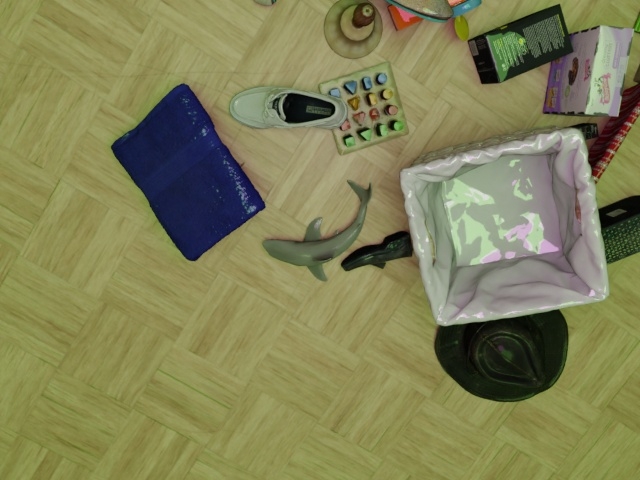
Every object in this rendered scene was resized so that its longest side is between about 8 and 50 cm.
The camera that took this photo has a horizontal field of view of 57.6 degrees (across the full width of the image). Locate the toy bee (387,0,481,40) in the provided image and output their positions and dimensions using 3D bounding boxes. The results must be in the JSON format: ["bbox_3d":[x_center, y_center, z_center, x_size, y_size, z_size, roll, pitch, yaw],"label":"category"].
[{"bbox_3d":[0.292,-0.506,1.174,0.298,0.162,0.195,4,119,18],"label":"toy bee"}]

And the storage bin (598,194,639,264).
[{"bbox_3d":[0.665,-0.025,1.297,0.180,0.122,0.084,-23,103,2],"label":"storage bin"}]

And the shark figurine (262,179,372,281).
[{"bbox_3d":[0.029,0.000,1.279,0.278,0.116,0.166,-35,103,7],"label":"shark figurine"}]

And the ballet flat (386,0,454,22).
[{"bbox_3d":[0.127,-0.514,1.092,0.316,0.107,0.106,37,133,26],"label":"ballet flat"}]

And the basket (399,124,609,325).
[{"bbox_3d":[0.362,-0.045,1.165,0.331,0.266,0.329,-12,104,19],"label":"basket"}]

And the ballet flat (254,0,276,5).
[{"bbox_3d":[-0.111,-0.564,1.174,0.052,0.057,0.168,7,102,5],"label":"ballet flat"}]

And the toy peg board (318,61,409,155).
[{"bbox_3d":[0.097,-0.278,1.235,0.161,0.079,0.161,-18,103,1],"label":"toy peg board"}]

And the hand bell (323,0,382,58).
[{"bbox_3d":[0.074,-0.425,1.117,0.126,0.242,0.126,0,102,-2],"label":"hand bell"}]

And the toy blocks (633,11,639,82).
[{"bbox_3d":[0.787,-0.444,1.139,0.190,0.261,0.382,17,101,-6],"label":"toy blocks"}]

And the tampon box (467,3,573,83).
[{"bbox_3d":[0.409,-0.402,1.201,0.161,0.120,0.102,-22,103,2],"label":"tampon box"}]

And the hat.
[{"bbox_3d":[0.437,0.258,1.338,0.331,0.134,0.332,0,104,-1],"label":"hat"}]

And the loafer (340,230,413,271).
[{"bbox_3d":[0.130,0.039,1.318,0.170,0.062,0.061,-22,108,3],"label":"loafer"}]

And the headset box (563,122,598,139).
[{"bbox_3d":[0.553,-0.233,1.276,0.083,0.062,0.032,-13,102,1],"label":"headset box"}]

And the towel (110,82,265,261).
[{"bbox_3d":[-0.272,-0.136,1.214,0.227,0.076,0.308,-34,88,21],"label":"towel"}]

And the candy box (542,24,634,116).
[{"bbox_3d":[0.537,-0.337,1.183,0.070,0.196,0.165,4,103,-4],"label":"candy box"}]

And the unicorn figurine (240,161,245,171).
[{"bbox_3d":[-0.224,-0.108,1.273,0.111,0.060,0.162,1,118,-9],"label":"unicorn figurine"}]

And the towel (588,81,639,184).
[{"bbox_3d":[0.605,-0.213,1.221,0.031,0.199,0.275,30,99,10],"label":"towel"}]

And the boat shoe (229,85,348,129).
[{"bbox_3d":[-0.075,-0.277,1.195,0.258,0.084,0.095,2,94,15],"label":"boat shoe"}]
